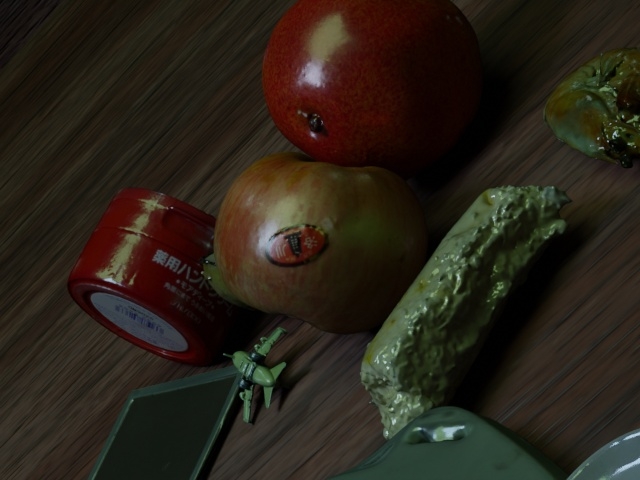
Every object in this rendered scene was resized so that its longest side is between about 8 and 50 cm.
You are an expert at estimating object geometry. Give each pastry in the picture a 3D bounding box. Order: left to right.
[{"bbox_3d":[0.116,0.061,1.642,0.258,0.089,0.121,-53,-4,-13],"label":"pastry"}]

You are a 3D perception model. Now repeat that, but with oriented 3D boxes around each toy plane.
[{"bbox_3d":[-0.066,0.132,1.923,0.111,0.040,0.102,28,95,57],"label":"toy plane"}]

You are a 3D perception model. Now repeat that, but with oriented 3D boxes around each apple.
[{"bbox_3d":[0.000,0.000,1.802,0.209,0.209,0.164,14,89,65],"label":"apple"}]

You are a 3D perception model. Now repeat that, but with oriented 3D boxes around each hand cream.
[{"bbox_3d":[-0.171,0.042,2.073,0.193,0.193,0.125,-9,51,58],"label":"hand cream"}]

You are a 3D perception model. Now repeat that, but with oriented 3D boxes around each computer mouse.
[{"bbox_3d":[0.095,0.226,1.426,0.197,0.095,0.331,-36,21,-7],"label":"computer mouse"}]

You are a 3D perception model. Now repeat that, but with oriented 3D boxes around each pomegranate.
[{"bbox_3d":[0.063,-0.176,1.931,0.221,0.221,0.257,-34,1,37],"label":"pomegranate"}]

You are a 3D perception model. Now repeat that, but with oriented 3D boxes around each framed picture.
[{"bbox_3d":[-0.178,0.231,2.032,0.252,0.014,0.197,-17,41,53],"label":"framed picture"}]

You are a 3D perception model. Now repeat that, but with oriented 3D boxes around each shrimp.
[{"bbox_3d":[0.262,-0.123,1.687,0.115,0.051,0.217,-46,21,9],"label":"shrimp"}]

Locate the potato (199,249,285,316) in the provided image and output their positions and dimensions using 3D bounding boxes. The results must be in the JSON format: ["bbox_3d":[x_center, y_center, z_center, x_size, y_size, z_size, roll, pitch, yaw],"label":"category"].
[{"bbox_3d":[-0.034,0.030,2.003,0.101,0.089,0.172,7,27,41],"label":"potato"}]

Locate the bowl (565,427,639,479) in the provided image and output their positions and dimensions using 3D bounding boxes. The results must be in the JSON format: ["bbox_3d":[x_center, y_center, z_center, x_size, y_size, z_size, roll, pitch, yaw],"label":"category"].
[{"bbox_3d":[0.226,0.214,1.150,0.287,0.144,0.287,-40,25,24],"label":"bowl"}]
